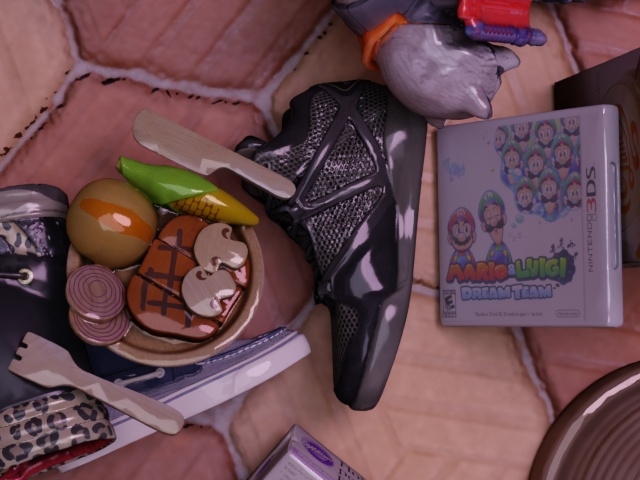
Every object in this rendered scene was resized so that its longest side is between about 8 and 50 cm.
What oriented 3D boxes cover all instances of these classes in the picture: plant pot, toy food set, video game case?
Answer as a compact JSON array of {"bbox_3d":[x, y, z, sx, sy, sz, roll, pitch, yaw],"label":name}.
[{"bbox_3d":[0.269,0.201,1.070,0.237,0.110,0.237,0,89,-10],"label":"plant pot"},{"bbox_3d":[-0.099,0.015,0.954,0.132,0.038,0.192,24,71,-2],"label":"toy food set"},{"bbox_3d":[0.138,-0.013,1.039,0.019,0.157,0.143,0,88,-39],"label":"video game case"}]

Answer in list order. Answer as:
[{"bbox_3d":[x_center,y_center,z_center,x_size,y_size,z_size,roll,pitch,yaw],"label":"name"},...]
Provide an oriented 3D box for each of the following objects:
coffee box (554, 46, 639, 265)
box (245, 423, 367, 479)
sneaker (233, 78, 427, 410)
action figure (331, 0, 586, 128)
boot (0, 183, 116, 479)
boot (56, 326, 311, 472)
[{"bbox_3d":[0.240,-0.052,1.003,0.098,0.246,0.141,-1,87,-11],"label":"coffee box"},{"bbox_3d":[0.086,0.254,1.050,0.324,0.063,0.067,38,101,-4],"label":"box"},{"bbox_3d":[0.000,0.000,1.048,0.130,0.087,0.228,5,84,-7],"label":"sneaker"},{"bbox_3d":[0.089,-0.233,1.040,0.341,0.178,0.330,10,74,-50],"label":"action figure"},{"bbox_3d":[-0.255,0.077,0.977,0.236,0.085,0.179,-17,77,-3],"label":"boot"},{"bbox_3d":[-0.107,0.079,1.032,0.190,0.069,0.086,-24,88,-6],"label":"boot"}]
